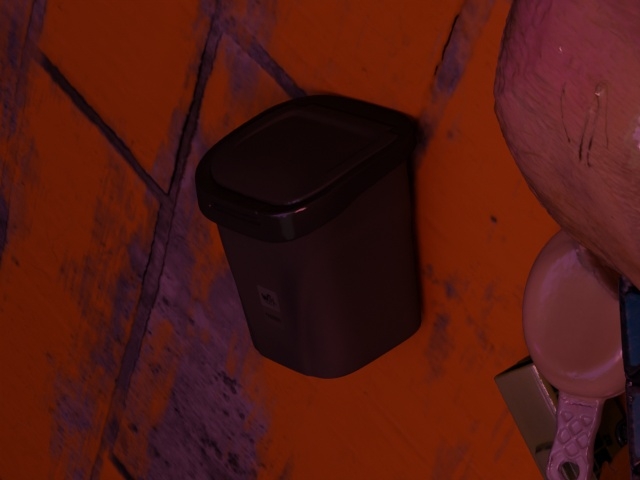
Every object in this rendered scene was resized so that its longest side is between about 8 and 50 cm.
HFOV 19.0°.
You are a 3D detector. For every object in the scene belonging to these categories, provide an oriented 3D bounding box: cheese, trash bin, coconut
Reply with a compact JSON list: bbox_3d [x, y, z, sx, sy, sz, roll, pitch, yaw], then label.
[{"bbox_3d":[0.254,0.115,1.922,0.163,0.071,0.249,36,108,35],"label":"cheese"},{"bbox_3d":[0.000,0.000,2.162,0.220,0.219,0.250,22,133,47],"label":"trash bin"},{"bbox_3d":[0.321,-0.144,1.520,0.404,0.404,0.404,29,130,41],"label":"coconut"}]

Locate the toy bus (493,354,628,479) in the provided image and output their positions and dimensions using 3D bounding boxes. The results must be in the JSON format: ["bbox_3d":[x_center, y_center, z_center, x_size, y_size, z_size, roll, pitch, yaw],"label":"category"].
[{"bbox_3d":[0.265,0.196,2.011,0.088,0.101,0.175,-27,89,55],"label":"toy bus"}]

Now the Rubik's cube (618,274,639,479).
[{"bbox_3d":[0.345,0.103,1.711,0.229,0.228,0.233,53,147,2],"label":"Rubik's cube"}]

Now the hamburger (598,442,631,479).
[{"bbox_3d":[0.402,0.298,1.841,0.304,0.174,0.284,-37,68,47],"label":"hamburger"}]
